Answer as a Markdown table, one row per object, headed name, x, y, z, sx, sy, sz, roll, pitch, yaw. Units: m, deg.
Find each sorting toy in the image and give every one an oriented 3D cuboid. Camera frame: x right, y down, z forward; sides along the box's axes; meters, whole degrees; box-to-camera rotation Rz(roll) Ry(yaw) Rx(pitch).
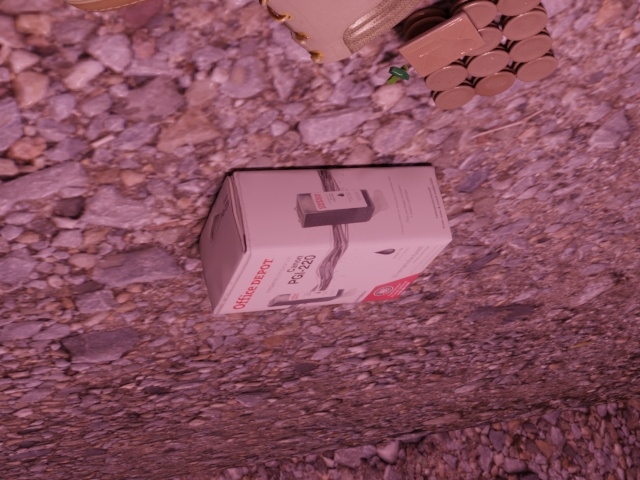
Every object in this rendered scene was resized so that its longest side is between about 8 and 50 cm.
| name | x | y | z | sx | sy | sz | roll | pitch | yaw |
| --- | --- | --- | --- | --- | --- | --- | --- | --- | --- |
| sorting toy | 0.082 | -0.147 | 0.721 | 0.083 | 0.012 | 0.062 | -25 | 159 | 19 |

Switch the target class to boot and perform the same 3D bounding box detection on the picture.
| name | x | y | z | sx | sy | sz | roll | pitch | yaw |
| --- | --- | --- | --- | --- | --- | --- | --- | --- | --- |
| boot | -0.042 | -0.164 | 0.575 | 0.213 | 0.077 | 0.165 | -20 | 158 | 8 |

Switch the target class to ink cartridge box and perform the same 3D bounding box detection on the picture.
| name | x | y | z | sx | sy | sz | roll | pitch | yaw |
| --- | --- | --- | --- | --- | --- | --- | --- | --- | --- |
| ink cartridge box | 0.000 | 0.000 | 0.946 | 0.217 | 0.092 | 0.158 | -2 | 154 | -20 |

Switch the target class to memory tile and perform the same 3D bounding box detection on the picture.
| name | x | y | z | sx | sy | sz | roll | pitch | yaw |
| --- | --- | --- | --- | --- | --- | --- | --- | --- | --- |
| memory tile | 0.133 | -0.157 | 0.759 | 0.113 | 0.012 | 0.148 | -19 | 157 | 12 |
